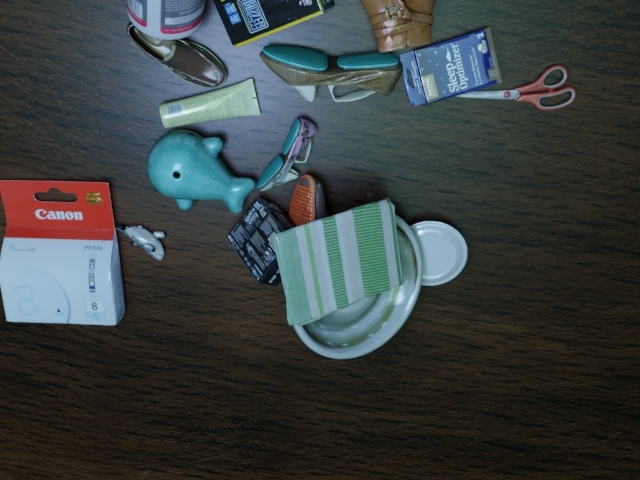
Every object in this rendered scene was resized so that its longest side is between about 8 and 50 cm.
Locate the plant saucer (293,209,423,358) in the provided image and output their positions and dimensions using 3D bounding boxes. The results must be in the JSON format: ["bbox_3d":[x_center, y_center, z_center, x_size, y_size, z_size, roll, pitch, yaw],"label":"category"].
[{"bbox_3d":[0.078,0.102,1.778,0.401,0.101,0.400,-10,110,-28],"label":"plant saucer"}]

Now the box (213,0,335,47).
[{"bbox_3d":[-0.145,-0.626,1.547,0.257,0.079,0.321,-10,114,33],"label":"box"}]

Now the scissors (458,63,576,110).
[{"bbox_3d":[0.481,-0.353,1.724,0.297,0.021,0.108,-14,110,5],"label":"scissors"}]

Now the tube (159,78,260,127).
[{"bbox_3d":[-0.275,-0.331,1.728,0.240,0.070,0.062,-12,67,1],"label":"tube"}]

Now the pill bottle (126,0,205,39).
[{"bbox_3d":[-0.325,-0.601,1.480,0.177,0.176,0.318,16,148,-5],"label":"pill bottle"}]

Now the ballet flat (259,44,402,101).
[{"bbox_3d":[0.023,-0.395,1.682,0.343,0.116,0.124,2,130,-4],"label":"ballet flat"}]

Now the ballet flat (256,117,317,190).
[{"bbox_3d":[-0.077,-0.206,1.768,0.079,0.077,0.221,23,110,-28],"label":"ballet flat"}]

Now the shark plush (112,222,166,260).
[{"bbox_3d":[-0.491,0.001,1.858,0.161,0.073,0.067,21,140,-12],"label":"shark plush"}]

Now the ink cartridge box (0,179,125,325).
[{"bbox_3d":[-0.696,0.037,1.842,0.308,0.091,0.384,2,113,5],"label":"ink cartridge box"}]

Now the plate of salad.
[{"bbox_3d":[0.291,0.032,1.861,0.200,0.048,0.199,3,120,6],"label":"plate of salad"}]

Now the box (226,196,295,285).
[{"bbox_3d":[-0.137,0.002,1.784,0.078,0.180,0.147,16,118,-51],"label":"box"}]

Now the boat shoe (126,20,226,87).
[{"bbox_3d":[-0.348,-0.440,1.662,0.258,0.095,0.095,28,109,-9],"label":"boat shoe"}]

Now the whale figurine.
[{"bbox_3d":[-0.303,-0.159,1.745,0.272,0.141,0.216,29,108,-11],"label":"whale figurine"}]

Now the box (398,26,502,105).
[{"bbox_3d":[0.315,-0.418,1.690,0.225,0.036,0.136,-15,105,8],"label":"box"}]

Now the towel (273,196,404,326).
[{"bbox_3d":[0.051,0.049,1.664,0.325,0.038,0.247,-19,115,-24],"label":"towel"}]

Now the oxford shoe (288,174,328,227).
[{"bbox_3d":[0.000,0.000,1.834,0.133,0.130,0.363,-11,110,-25],"label":"oxford shoe"}]

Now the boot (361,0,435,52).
[{"bbox_3d":[0.129,-0.551,1.621,0.284,0.109,0.220,-7,115,-4],"label":"boot"}]
